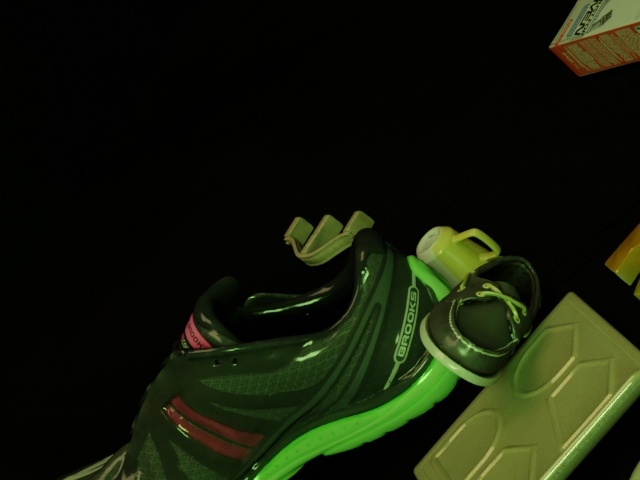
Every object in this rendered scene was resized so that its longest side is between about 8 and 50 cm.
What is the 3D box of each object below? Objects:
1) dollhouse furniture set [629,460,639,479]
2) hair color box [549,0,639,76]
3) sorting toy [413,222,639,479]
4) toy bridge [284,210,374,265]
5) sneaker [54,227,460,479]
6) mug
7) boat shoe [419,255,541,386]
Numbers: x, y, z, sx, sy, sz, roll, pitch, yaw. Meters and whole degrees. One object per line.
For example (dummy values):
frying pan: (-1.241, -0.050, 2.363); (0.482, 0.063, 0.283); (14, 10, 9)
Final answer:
dollhouse furniture set: (0.220, 0.197, 1.070); (0.355, 0.174, 0.303); (-48, 20, 9)
hair color box: (0.316, -0.229, 1.798); (0.093, 0.053, 0.167); (-57, 22, -20)
sorting toy: (0.207, 0.119, 1.446); (0.307, 0.041, 0.229); (-49, 15, 4)
toy bridge: (0.000, 0.000, 2.123); (0.063, 0.026, 0.188); (-58, 20, -16)
sneaker: (-0.094, 0.148, 1.684); (0.482, 0.202, 0.185); (-33, 18, 5)
mug: (0.135, 0.013, 1.746); (0.078, 0.064, 0.062); (-46, 19, 13)
boat shoe: (0.144, 0.063, 1.528); (0.069, 0.081, 0.228); (-53, -3, 17)
